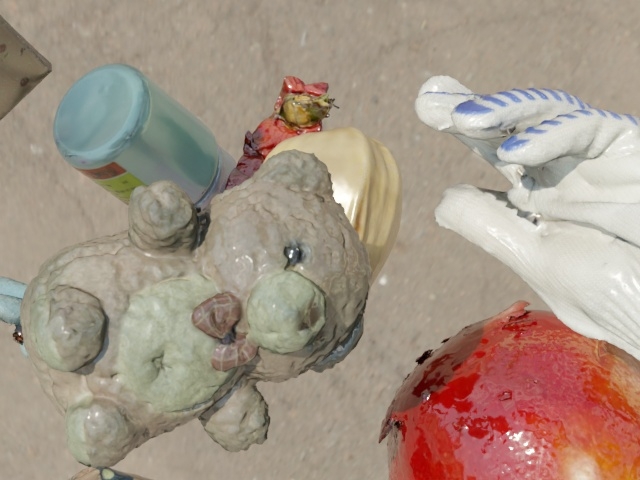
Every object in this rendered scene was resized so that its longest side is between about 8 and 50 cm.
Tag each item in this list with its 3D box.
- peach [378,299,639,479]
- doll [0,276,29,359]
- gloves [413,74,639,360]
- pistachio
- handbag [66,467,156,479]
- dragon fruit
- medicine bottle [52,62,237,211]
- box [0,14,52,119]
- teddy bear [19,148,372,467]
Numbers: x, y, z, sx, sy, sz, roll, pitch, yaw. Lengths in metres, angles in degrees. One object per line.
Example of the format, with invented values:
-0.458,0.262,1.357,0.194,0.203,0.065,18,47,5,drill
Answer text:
0.223,0.246,1.426,0.370,0.370,0.370,3,68,-8,peach
-0.289,0.077,1.288,0.180,0.120,0.075,12,101,2,doll
0.140,-0.011,0.687,0.229,0.119,0.097,39,29,9,gloves
0.000,0.000,1.311,0.157,0.157,0.229,15,92,-3,pistachio
-0.218,0.368,1.402,0.193,0.251,0.190,23,35,-41,handbag
-0.024,-0.104,1.622,0.092,0.122,0.192,14,77,34,dragon fruit
-0.206,-0.107,1.619,0.139,0.225,0.139,-14,61,26,medicine bottle
-0.400,-0.203,1.062,0.190,0.297,0.225,-43,57,-5,box
-0.088,0.055,1.003,0.267,0.236,0.151,-15,27,-6,teddy bear
